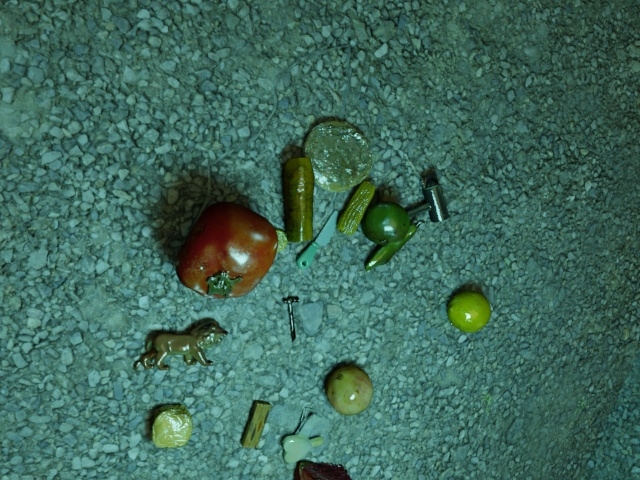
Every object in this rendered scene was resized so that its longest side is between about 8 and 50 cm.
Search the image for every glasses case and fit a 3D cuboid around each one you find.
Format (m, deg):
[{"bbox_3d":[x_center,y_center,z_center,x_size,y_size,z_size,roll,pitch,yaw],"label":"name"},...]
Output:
[{"bbox_3d":[-0.242,0.685,1.780,0.065,0.041,0.169,19,88,-34],"label":"glasses case"}]

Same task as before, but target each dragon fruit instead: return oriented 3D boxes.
[{"bbox_3d":[0.055,0.958,1.817,0.302,0.330,0.240,51,55,-17],"label":"dragon fruit"}]

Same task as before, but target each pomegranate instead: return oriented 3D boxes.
[{"bbox_3d":[0.116,0.580,1.838,0.192,0.191,0.191,-3,97,-22],"label":"pomegranate"},{"bbox_3d":[0.252,-0.092,1.831,0.187,0.187,0.224,15,63,-23],"label":"pomegranate"}]

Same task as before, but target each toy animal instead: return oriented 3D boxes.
[{"bbox_3d":[-0.472,0.358,1.633,0.313,0.097,0.157,0,84,-20],"label":"toy animal"}]

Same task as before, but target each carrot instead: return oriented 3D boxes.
[{"bbox_3d":[-0.076,-0.148,1.714,0.114,0.114,0.301,-4,100,-22],"label":"carrot"}]

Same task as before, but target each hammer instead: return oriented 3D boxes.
[{"bbox_3d":[-0.104,0.299,1.802,0.065,0.021,0.178,-9,100,-22],"label":"hammer"}]

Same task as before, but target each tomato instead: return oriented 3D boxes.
[{"bbox_3d":[-0.297,0.035,1.533,0.293,0.325,0.289,18,44,-19],"label":"tomato"}]

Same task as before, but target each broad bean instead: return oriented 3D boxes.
[{"bbox_3d":[0.297,0.016,1.904,0.325,0.075,0.067,-42,80,-9],"label":"broad bean"}]

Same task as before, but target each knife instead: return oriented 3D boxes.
[{"bbox_3d":[0.001,0.001,1.807,0.063,0.035,0.260,43,76,-24],"label":"knife"}]

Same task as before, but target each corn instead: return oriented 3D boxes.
[{"bbox_3d":[0.138,-0.126,1.820,0.080,0.080,0.230,30,86,-22],"label":"corn"}]

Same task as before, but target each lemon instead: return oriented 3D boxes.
[{"bbox_3d":[0.632,0.299,2.018,0.207,0.174,0.173,-17,102,-28],"label":"lemon"}]

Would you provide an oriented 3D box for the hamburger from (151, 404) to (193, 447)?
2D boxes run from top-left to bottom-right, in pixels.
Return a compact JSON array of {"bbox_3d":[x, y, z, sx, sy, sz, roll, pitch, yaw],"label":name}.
[{"bbox_3d":[-0.511,0.643,1.645,0.138,0.083,0.147,8,91,-19],"label":"hamburger"}]

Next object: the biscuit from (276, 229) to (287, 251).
[{"bbox_3d":[-0.161,0.001,1.744,0.084,0.023,0.083,-3,99,-21],"label":"biscuit"}]

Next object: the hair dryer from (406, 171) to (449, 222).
[{"bbox_3d":[0.386,-0.145,1.928,0.249,0.078,0.195,-22,102,-13],"label":"hair dryer"}]

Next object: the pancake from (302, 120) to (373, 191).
[{"bbox_3d":[0.067,-0.317,1.785,0.283,0.049,0.281,-2,97,-21],"label":"pancake"}]

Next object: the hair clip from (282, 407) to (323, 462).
[{"bbox_3d":[-0.065,0.768,1.852,0.159,0.071,0.218,30,89,-25],"label":"hair clip"}]
